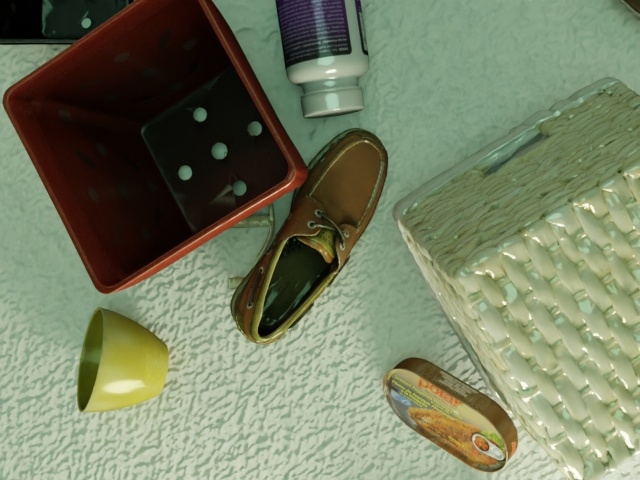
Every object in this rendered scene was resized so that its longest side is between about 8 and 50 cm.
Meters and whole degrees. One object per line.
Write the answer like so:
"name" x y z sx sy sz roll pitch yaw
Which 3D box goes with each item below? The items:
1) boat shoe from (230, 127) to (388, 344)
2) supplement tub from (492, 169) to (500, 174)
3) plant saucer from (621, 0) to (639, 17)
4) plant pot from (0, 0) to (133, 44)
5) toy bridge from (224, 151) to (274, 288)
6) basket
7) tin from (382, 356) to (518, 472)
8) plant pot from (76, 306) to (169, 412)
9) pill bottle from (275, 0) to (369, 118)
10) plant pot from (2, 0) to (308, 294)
"boat shoe" 0.000 0.000 1.344 0.111 0.104 0.307 29 91 -14
"supplement tub" 0.220 -0.055 1.364 0.107 0.071 0.071 -2 91 4
"plant saucer" 0.495 -0.406 1.357 0.311 0.050 0.310 0 90 3
"plant pot" -0.315 -0.329 1.336 0.188 0.167 0.188 1 92 2
"toy bridge" -0.092 -0.024 1.400 0.063 0.026 0.188 -2 90 2
"basket" 0.310 0.038 1.223 0.328 0.266 0.331 -31 107 1
"tin" 0.162 0.216 1.337 0.190 0.106 0.040 30 53 29
"plant pot" -0.251 0.160 1.371 0.095 0.134 0.134 12 91 -22
"pill bottle" 0.003 -0.256 1.352 0.108 0.108 0.193 -8 90 3
"plant pot" -0.162 -0.115 1.276 0.267 0.236 0.267 -31 81 14
